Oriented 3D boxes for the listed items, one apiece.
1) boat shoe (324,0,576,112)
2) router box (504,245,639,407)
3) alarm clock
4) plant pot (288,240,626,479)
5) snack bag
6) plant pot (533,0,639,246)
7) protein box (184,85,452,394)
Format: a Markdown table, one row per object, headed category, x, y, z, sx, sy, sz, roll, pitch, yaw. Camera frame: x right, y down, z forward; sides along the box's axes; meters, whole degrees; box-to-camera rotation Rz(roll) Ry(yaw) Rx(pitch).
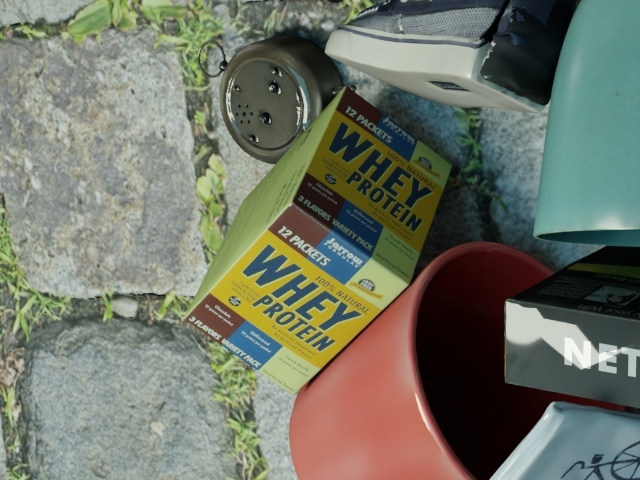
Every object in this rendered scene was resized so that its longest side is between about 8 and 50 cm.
| category | x | y | z | sx | sy | sz | roll | pitch | yaw |
| --- | --- | --- | --- | --- | --- | --- | --- | --- | --- |
| boat shoe | 0.128 | -0.213 | 1.663 | 0.340 | 0.127 | 0.158 | 19 | 87 | 61 |
| router box | 0.347 | 0.077 | 1.543 | 0.309 | 0.243 | 0.081 | 9 | 108 | 33 |
| alarm clock | -0.058 | -0.153 | 1.874 | 0.192 | 0.064 | 0.129 | 33 | 120 | 27 |
| plant pot | 0.116 | 0.170 | 1.739 | 0.243 | 0.275 | 0.275 | -33 | 84 | 46 |
| snack bag | 0.253 | 0.271 | 1.615 | 0.323 | 0.343 | 0.037 | -55 | 38 | 30 |
| plant pot | 0.325 | -0.116 | 1.490 | 0.293 | 0.293 | 0.235 | -1 | 86 | 35 |
| protein box | 0.000 | 0.000 | 1.758 | 0.136 | 0.199 | 0.201 | 35 | 130 | -10 |
